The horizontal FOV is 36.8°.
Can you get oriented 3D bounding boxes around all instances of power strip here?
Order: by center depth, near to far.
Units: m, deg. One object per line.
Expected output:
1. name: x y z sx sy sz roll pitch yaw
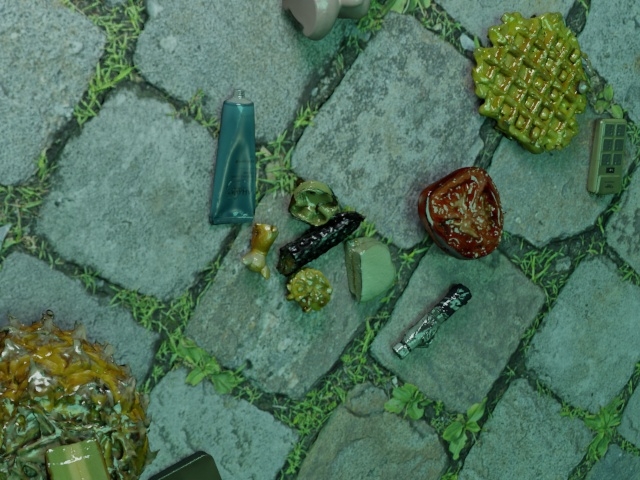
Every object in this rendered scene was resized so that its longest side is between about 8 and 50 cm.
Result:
1. power strip: 0.583 -0.164 1.956 0.076 0.028 0.169 -3 103 -28

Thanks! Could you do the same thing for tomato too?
1. tomato: 0.250 -0.044 1.775 0.166 0.082 0.174 -31 110 -23

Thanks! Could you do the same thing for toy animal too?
1. toy animal: 0.049 -0.408 1.573 0.212 0.124 0.124 -28 113 -27
2. toy animal: -0.097 0.018 1.615 0.060 0.081 0.083 23 70 -32

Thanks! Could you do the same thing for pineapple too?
1. pineapple: -0.412 0.286 1.387 0.352 0.300 0.353 -4 100 -21

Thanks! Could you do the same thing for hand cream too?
1. hand cream: -0.140 -0.135 1.576 0.083 0.048 0.224 -6 109 -29

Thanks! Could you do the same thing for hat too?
1. hat: -0.012 -0.069 1.646 0.077 0.059 0.076 27 123 -20

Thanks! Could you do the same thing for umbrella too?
1. umbrella: 0.214 0.156 1.821 0.188 0.046 0.050 -42 78 -14

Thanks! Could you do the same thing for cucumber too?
1. cucumber: 0.000 0.000 1.673 0.181 0.053 0.053 -31 114 -19

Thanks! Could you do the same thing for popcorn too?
1. popcorn: -0.022 0.086 1.677 0.083 0.057 0.082 -25 111 -18

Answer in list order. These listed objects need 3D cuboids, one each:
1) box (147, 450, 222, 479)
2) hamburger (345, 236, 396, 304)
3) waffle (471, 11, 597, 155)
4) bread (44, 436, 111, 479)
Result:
1. box: -0.234 0.423 1.656 0.126 0.031 0.091 -27 113 -20
2. hamburger: 0.094 0.051 1.735 0.084 0.054 0.121 -15 111 -29
3. waffle: 0.396 -0.295 1.812 0.262 0.060 0.281 -17 108 -20
4. bread: -0.315 0.340 1.265 0.074 0.084 0.139 -12 135 -21
